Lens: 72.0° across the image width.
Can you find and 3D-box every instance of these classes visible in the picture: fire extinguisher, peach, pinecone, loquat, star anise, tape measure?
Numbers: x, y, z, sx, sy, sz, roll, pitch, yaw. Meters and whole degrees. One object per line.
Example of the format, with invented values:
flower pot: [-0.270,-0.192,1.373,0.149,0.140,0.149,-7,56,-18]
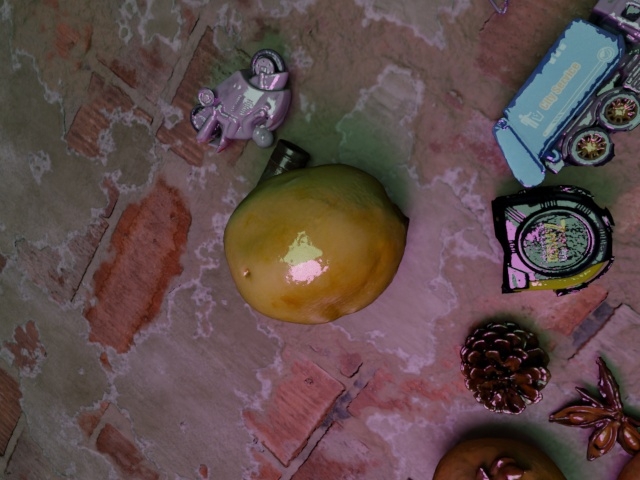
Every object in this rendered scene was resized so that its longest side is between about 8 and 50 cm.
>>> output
fire extinguisher: [-0.123,-0.094,0.947,0.075,0.106,0.252,43,112,32]
peach: [-0.008,0.001,0.830,0.315,0.314,0.281,-34,53,22]
pinecone: [0.341,0.244,0.818,0.163,0.165,0.163,6,106,19]
loquat: [0.339,0.501,0.817,0.275,0.275,0.275,4,101,18]
star anise: [0.525,0.341,0.832,0.157,0.053,0.212,-37,91,17]
tape measure: [0.409,-0.001,0.781,0.186,0.112,0.199,-6,104,27]

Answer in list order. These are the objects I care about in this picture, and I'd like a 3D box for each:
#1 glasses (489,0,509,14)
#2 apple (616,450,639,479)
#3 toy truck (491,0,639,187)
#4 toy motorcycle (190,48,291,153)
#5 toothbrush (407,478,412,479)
glasses: [0.287,-0.468,0.759,0.104,0.062,0.140,17,104,17]
apple: [0.646,0.525,0.762,0.254,0.179,0.346,2,108,51]
toy truck: [0.436,-0.247,0.706,0.175,0.146,0.367,39,110,13]
toy motorcycle: [-0.156,-0.270,0.930,0.260,0.110,0.171,-29,102,26]
toothbrush: [0.318,0.648,0.978,0.321,0.023,0.031,37,116,10]
